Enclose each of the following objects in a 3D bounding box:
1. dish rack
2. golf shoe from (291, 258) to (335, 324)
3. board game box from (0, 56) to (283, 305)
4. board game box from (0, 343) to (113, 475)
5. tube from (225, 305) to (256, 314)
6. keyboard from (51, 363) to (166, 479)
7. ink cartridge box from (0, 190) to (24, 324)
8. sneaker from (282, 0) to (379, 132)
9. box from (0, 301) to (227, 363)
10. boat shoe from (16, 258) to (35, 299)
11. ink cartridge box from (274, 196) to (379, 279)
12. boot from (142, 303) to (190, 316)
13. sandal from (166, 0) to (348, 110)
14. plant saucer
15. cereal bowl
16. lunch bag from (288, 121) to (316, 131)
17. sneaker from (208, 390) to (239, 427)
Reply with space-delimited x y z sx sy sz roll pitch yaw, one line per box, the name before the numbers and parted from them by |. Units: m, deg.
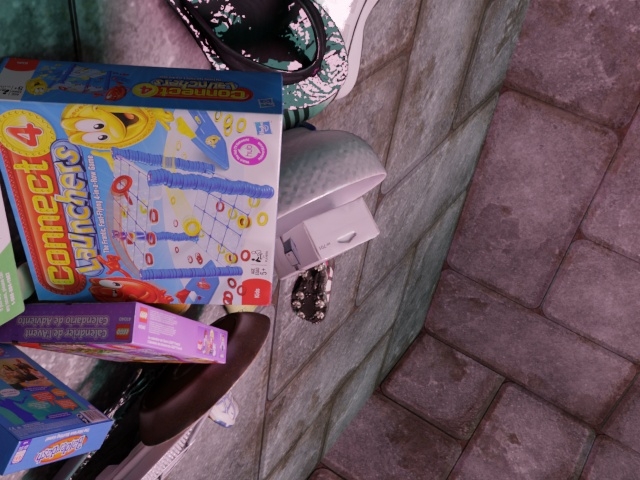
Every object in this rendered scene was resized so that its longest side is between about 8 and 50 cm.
dish rack | -0.348 0.445 1.299 0.285 0.072 0.333 -43 171 -39
golf shoe | -0.003 0.108 1.743 0.120 0.105 0.272 -51 159 -44
board game box | -0.203 -0.054 0.802 0.086 0.302 0.308 -94 -172 -46
board game box | -0.382 0.190 0.806 0.047 0.210 0.160 -62 159 4
tube | -0.172 0.127 1.434 0.070 0.062 0.240 -16 156 -3
keyboard | -0.363 0.312 1.160 0.317 0.033 0.201 -54 -179 -23
ink cartridge box | -0.442 0.044 0.605 0.289 0.122 0.211 -40 150 -43
sneaker | -0.032 -0.339 1.012 0.257 0.169 0.447 -49 158 -34
box | -0.286 0.142 0.981 0.293 0.201 0.057 44 46 -68
boat shoe | -0.402 0.064 0.833 0.137 0.043 0.049 -59 153 -49
ink cartridge box | 0.000 0.000 1.262 0.140 0.082 0.191 -23 176 -29
boot | -0.264 0.023 1.017 0.211 0.295 0.104 35 40 -36
sandal | -0.094 -0.286 0.847 0.167 0.107 0.446 -47 142 8
plant saucer | -0.220 0.231 1.203 0.311 0.050 0.310 -38 -167 11
cereal bowl | -0.065 -0.098 1.164 0.339 0.141 0.339 -27 177 -1
lunch bag | -0.048 -0.193 1.302 0.098 0.067 0.065 -53 158 -24
sneaker | -0.228 0.325 1.472 0.131 0.112 0.296 -57 160 -13
